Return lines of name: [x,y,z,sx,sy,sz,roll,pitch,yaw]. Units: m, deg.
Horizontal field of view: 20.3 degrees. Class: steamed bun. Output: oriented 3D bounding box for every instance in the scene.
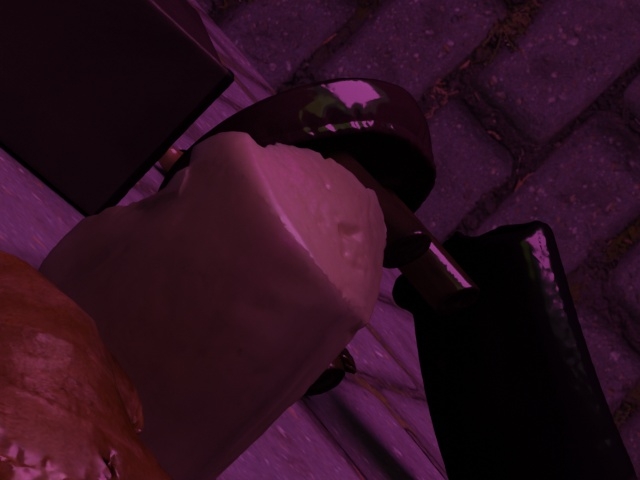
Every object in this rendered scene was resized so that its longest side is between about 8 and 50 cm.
steamed bun: [-0.071,0.030,1.120,0.170,0.225,0.200,45,10,-8]

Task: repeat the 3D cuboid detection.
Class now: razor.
razor: [0.186,0.157,1.696,0.113,0.204,0.349,-16,86,-37]

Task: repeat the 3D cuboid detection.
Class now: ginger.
ginger: [-0.114,0.125,0.825,0.363,0.122,0.348,35,18,-8]

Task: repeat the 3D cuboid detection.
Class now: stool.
stool: [0.000,0.000,1.609,0.272,0.272,0.178,33,28,-59]

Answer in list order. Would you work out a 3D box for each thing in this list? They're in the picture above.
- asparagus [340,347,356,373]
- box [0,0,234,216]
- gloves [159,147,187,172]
asparagus: [-0.036,0.071,1.819,0.236,0.027,0.034,41,15,-39]
box: [-0.226,-0.180,1.507,0.252,0.188,0.153,40,10,-29]
gloves: [-0.096,-0.073,1.937,0.129,0.106,0.181,50,5,10]
